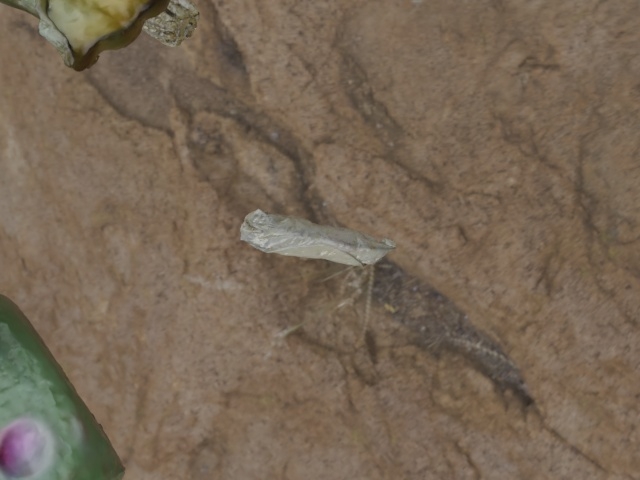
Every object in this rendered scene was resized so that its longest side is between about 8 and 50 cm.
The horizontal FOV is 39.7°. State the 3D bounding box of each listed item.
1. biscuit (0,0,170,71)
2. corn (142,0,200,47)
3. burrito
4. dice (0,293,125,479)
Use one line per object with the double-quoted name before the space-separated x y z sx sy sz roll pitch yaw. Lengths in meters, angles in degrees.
"biscuit" -0.330 -0.359 1.102 0.078 0.329 0.335 122 146 -66
"corn" -0.281 -0.382 1.393 0.211 0.087 0.087 37 121 19
"burrito" 0.000 0.000 1.499 0.082 0.275 0.059 -42 44 51
"dice" -0.473 0.289 1.200 0.330 0.318 0.322 53 162 9
